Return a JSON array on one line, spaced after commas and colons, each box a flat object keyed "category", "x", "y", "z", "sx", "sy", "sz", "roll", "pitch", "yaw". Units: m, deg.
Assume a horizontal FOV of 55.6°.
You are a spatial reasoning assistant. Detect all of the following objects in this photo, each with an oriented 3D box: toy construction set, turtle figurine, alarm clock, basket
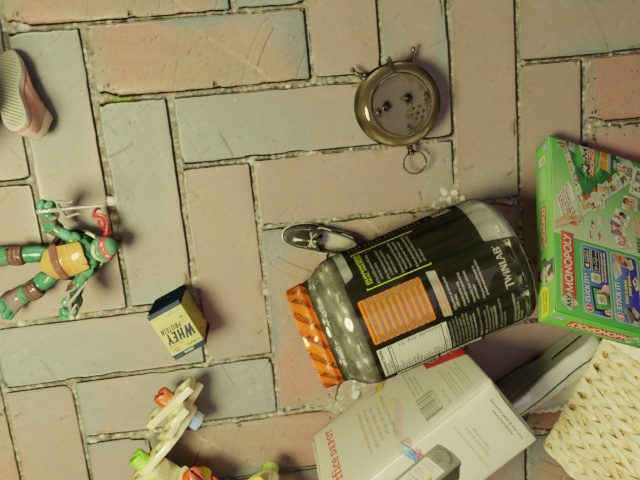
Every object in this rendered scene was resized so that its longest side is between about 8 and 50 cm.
[{"category": "toy construction set", "x": -0.181, "y": 0.388, "z": 0.985, "sx": 0.215, "sy": 0.151, "sz": 0.327, "roll": -38, "pitch": 96, "yaw": 27}, {"category": "turtle figurine", "x": -0.390, "y": 0.033, "z": 0.906, "sx": 0.234, "sy": 0.118, "sz": 0.175, "roll": -18, "pitch": 89, "yaw": 13}, {"category": "alarm clock", "x": 0.127, "y": -0.193, "z": 0.949, "sx": 0.129, "sy": 0.064, "sz": 0.192, "roll": -21, "pitch": 106, "yaw": -2}, {"category": "basket", "x": 0.596, "y": 0.342, "z": 0.951, "sx": 0.328, "sy": 0.331, "sz": 0.266, "roll": 23, "pitch": 103, "yaw": -29}]

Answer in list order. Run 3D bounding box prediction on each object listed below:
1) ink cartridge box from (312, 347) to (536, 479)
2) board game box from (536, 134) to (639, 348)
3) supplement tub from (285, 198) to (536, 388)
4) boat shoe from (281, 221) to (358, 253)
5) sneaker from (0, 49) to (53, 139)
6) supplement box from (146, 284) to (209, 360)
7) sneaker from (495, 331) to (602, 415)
[{"category": "ink cartridge box", "x": 0.151, "y": 0.315, "z": 0.971, "sx": 0.306, "sy": 0.226, "sz": 0.131, "roll": -40, "pitch": 102, "yaw": 4}, {"category": "board game box", "x": 0.439, "y": -0.001, "z": 0.929, "sx": 0.214, "sy": 0.046, "sz": 0.317, "roll": 15, "pitch": 60, "yaw": -6}, {"category": "supplement tub", "x": 0.132, "y": 0.086, "z": 0.930, "sx": 0.338, "sy": 0.207, "sz": 0.207, "roll": -22, "pitch": 103, "yaw": -1}, {"category": "boat shoe", "x": 0.000, "y": 0.000, "z": 0.983, "sx": 0.125, "sy": 0.038, "sz": 0.046, "roll": 11, "pitch": 100, "yaw": -9}, {"category": "sneaker", "x": -0.435, "y": -0.207, "z": 0.889, "sx": 0.051, "sy": 0.070, "sz": 0.134, "roll": -20, "pitch": 74, "yaw": 7}, {"category": "supplement box", "x": -0.223, "y": 0.128, "z": 0.960, "sx": 0.056, "sy": 0.083, "sz": 0.083, "roll": -29, "pitch": 105, "yaw": 1}, {"category": "sneaker", "x": 0.394, "y": 0.261, "z": 1.055, "sx": 0.258, "sy": 0.094, "sz": 0.091, "roll": -35, "pitch": 99, "yaw": 0}]
